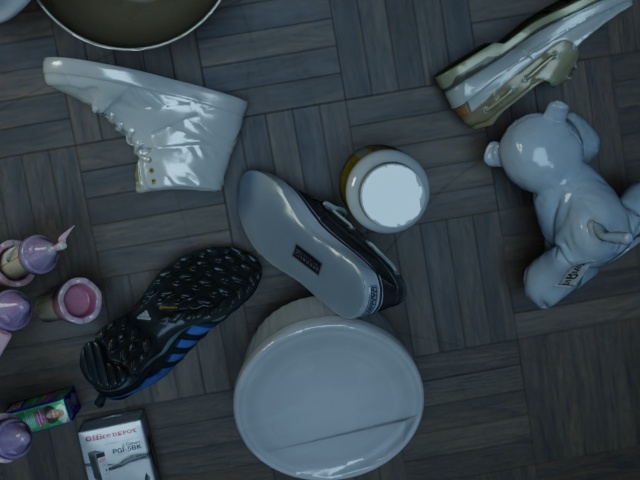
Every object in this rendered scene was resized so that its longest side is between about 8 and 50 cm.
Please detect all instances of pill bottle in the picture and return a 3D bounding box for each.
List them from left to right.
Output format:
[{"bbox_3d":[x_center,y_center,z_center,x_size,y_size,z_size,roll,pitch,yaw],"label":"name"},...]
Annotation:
[{"bbox_3d":[0.090,-0.072,1.657,0.118,0.208,0.117,0,97,-3],"label":"pill bottle"}]

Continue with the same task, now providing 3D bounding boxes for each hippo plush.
[{"bbox_3d":[0.328,-0.056,1.677,0.234,0.294,0.236,-44,77,33],"label":"hippo plush"}]

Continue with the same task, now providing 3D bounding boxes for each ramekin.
[{"bbox_3d":[0.008,0.201,1.696,0.273,0.127,0.272,-2,118,-4],"label":"ramekin"}]

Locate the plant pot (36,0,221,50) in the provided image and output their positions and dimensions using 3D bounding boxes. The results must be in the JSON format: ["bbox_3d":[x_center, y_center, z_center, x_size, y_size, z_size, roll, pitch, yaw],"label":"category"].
[{"bbox_3d":[-0.251,-0.396,1.605,0.284,0.191,0.284,0,97,-3],"label":"plant pot"}]

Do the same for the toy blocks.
[{"bbox_3d":[-0.456,0.107,1.541,0.309,0.260,0.288,37,62,-25],"label":"toy blocks"}]

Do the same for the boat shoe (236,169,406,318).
[{"bbox_3d":[0.002,-0.003,1.671,0.105,0.306,0.113,-9,124,-43],"label":"boat shoe"}]

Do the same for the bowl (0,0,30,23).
[{"bbox_3d":[-0.454,-0.425,1.474,0.298,0.134,0.297,-2,87,41],"label":"bowl"}]

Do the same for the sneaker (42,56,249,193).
[{"bbox_3d":[-0.263,-0.154,1.678,0.293,0.108,0.169,14,93,-6],"label":"sneaker"}]

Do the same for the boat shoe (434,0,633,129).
[{"bbox_3d":[0.319,-0.269,1.701,0.302,0.113,0.103,-29,99,11],"label":"boat shoe"}]

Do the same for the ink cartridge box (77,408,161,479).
[{"bbox_3d":[-0.297,0.330,1.763,0.099,0.056,0.135,-12,98,-1],"label":"ink cartridge box"}]

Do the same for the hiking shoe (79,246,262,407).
[{"bbox_3d":[-0.217,0.117,1.723,0.304,0.132,0.113,-34,73,-18],"label":"hiking shoe"}]

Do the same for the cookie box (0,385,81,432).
[{"bbox_3d":[-0.413,0.252,1.729,0.107,0.092,0.040,-16,95,-1],"label":"cookie box"}]
